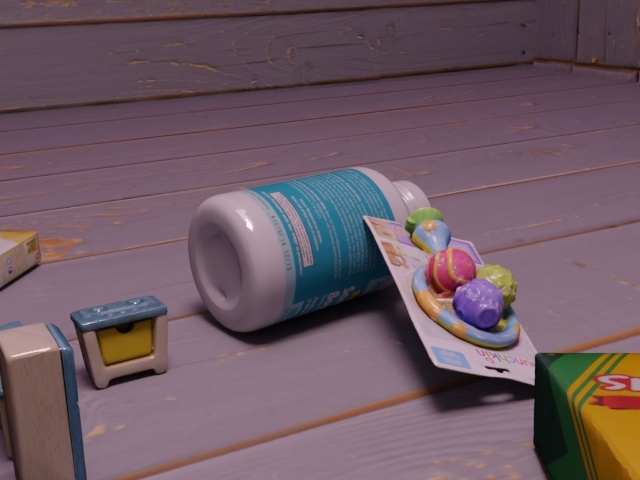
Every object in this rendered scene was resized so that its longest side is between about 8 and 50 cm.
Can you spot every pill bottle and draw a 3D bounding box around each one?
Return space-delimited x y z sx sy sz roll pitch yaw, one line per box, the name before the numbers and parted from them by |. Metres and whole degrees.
pill bottle | 0.000 0.000 0.944 0.264 0.146 0.146 -15 22 -35

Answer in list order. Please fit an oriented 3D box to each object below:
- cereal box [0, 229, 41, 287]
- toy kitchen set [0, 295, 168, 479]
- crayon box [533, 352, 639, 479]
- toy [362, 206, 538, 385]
cereal box | -0.467 0.042 1.010 0.172 0.047 0.240 2 18 11
toy kitchen set | -0.182 0.094 0.702 0.166 0.122 0.207 -11 20 -27
crayon box | 0.255 0.140 0.502 0.202 0.081 0.318 0 7 2
toy | 0.136 0.036 0.811 0.136 0.056 0.237 14 26 -22
